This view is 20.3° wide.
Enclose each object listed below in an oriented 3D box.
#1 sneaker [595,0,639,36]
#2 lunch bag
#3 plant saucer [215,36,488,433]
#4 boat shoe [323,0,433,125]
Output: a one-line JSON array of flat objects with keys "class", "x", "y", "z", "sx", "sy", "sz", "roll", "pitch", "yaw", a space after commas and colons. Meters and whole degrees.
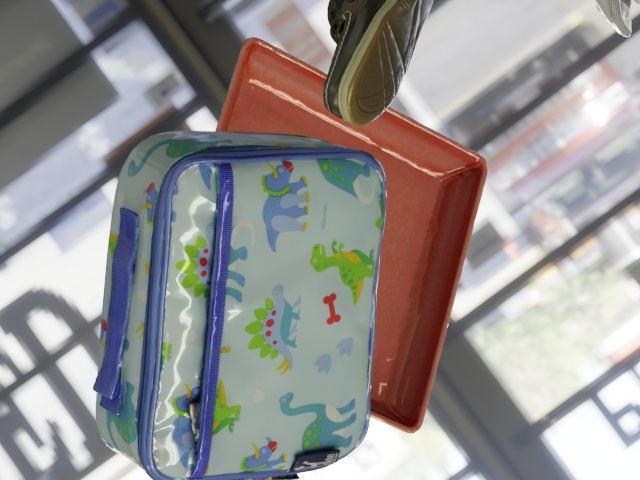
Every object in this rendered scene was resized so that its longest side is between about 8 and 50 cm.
[{"class": "sneaker", "x": 0.255, "y": -0.265, "z": 1.479, "sx": 0.137, "sy": 0.210, "sz": 0.366, "roll": -28, "pitch": 162, "yaw": 12}, {"class": "lunch bag", "x": -0.051, "y": 0.043, "z": 1.121, "sx": 0.176, "sy": 0.219, "sz": 0.090, "roll": 1, "pitch": -169, "yaw": -34}, {"class": "plant saucer", "x": 0.000, "y": 0.000, "z": 1.484, "sx": 0.048, "sy": 0.258, "sz": 0.259, "roll": -15, "pitch": -125, "yaw": 58}, {"class": "boat shoe", "x": 0.028, "y": -0.123, "z": 1.002, "sx": 0.056, "sy": 0.049, "sz": 0.152, "roll": 81, "pitch": 27, "yaw": -44}]
